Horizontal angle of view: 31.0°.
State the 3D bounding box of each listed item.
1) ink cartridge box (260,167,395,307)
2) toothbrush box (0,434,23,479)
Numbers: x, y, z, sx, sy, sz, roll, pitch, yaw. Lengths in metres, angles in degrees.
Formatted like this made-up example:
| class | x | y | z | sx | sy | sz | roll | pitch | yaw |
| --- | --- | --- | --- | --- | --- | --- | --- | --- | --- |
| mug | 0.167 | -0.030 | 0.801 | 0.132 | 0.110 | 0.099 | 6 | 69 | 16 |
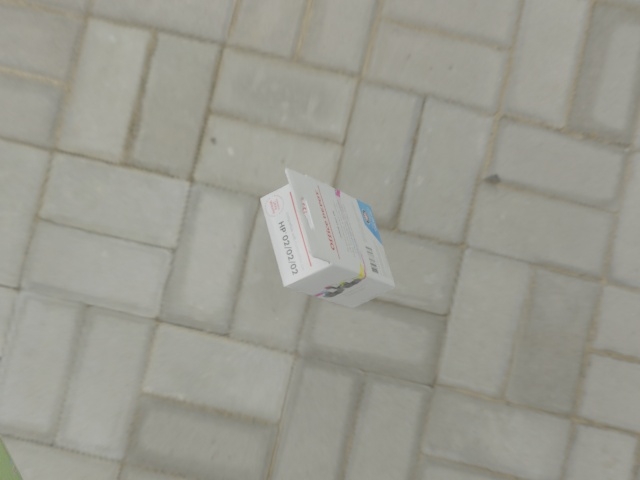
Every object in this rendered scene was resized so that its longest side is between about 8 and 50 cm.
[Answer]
| class | x | y | z | sx | sy | sz | roll | pitch | yaw |
| --- | --- | --- | --- | --- | --- | --- | --- | --- | --- |
| ink cartridge box | 0.000 | 0.000 | 1.202 | 0.062 | 0.181 | 0.104 | -26 | 66 | 23 |
| toothbrush box | -0.462 | 0.302 | 1.437 | 0.122 | 0.283 | 0.206 | -26 | 96 | -9 |
